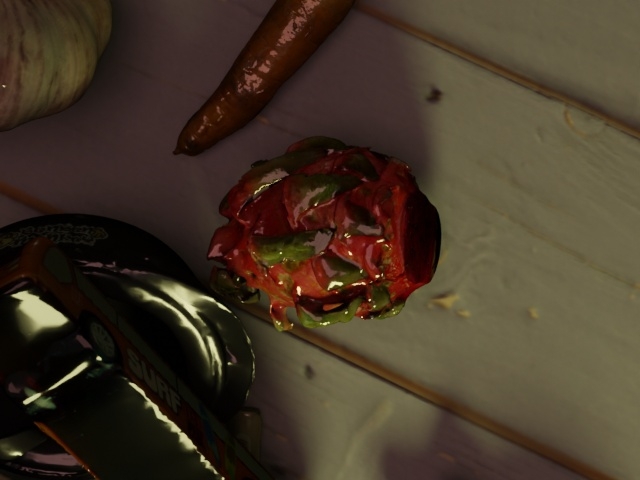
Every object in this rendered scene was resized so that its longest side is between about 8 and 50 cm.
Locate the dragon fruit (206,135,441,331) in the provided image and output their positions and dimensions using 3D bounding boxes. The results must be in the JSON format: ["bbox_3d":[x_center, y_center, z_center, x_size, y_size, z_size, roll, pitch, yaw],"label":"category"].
[{"bbox_3d":[0.000,0.000,1.332,0.172,0.160,0.166,4,131,23],"label":"dragon fruit"}]

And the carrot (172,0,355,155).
[{"bbox_3d":[-0.040,-0.160,1.368,0.059,0.059,0.248,40,102,5],"label":"carrot"}]

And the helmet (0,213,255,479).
[{"bbox_3d":[-0.196,0.069,1.347,0.279,0.160,0.230,-10,125,2],"label":"helmet"}]

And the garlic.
[{"bbox_3d":[-0.311,-0.147,1.352,0.245,0.245,0.253,29,130,6],"label":"garlic"}]

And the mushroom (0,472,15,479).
[{"bbox_3d":[-0.205,0.305,1.362,0.407,0.154,0.137,36,56,-2],"label":"mushroom"}]

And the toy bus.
[{"bbox_3d":[-0.132,0.158,1.263,0.093,0.092,0.409,-30,123,12],"label":"toy bus"}]

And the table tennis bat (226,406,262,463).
[{"bbox_3d":[-0.070,0.269,1.420,0.138,0.022,0.246,4,96,8],"label":"table tennis bat"}]
